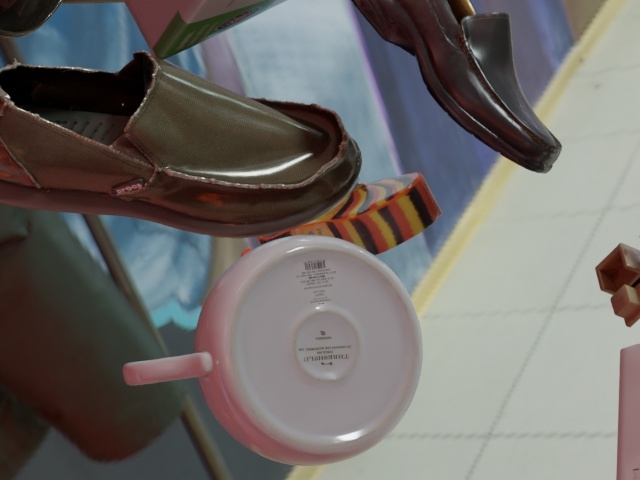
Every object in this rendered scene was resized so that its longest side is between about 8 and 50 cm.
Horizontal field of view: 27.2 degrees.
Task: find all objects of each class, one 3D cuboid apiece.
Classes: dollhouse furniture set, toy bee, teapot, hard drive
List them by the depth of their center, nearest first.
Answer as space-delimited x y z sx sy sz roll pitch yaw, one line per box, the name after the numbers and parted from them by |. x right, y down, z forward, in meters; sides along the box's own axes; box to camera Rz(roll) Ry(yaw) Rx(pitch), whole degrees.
0.366 0.063 1.274 0.161 0.101 0.182 -51 29 38 | dollhouse furniture set
-0.032 0.118 1.382 0.252 0.256 0.187 -54 14 -21 | teapot
0.000 0.000 1.512 0.162 0.195 0.298 -40 -1 -26 | toy bee
0.531 0.280 1.944 0.203 0.040 0.307 -21 47 40 | hard drive

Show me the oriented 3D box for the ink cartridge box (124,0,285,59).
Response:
0.021 -0.167 0.514 0.219 0.092 0.160 -29 5 -14 | ink cartridge box

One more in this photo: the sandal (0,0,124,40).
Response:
-0.196 -0.180 0.838 0.302 0.120 0.086 -9 47 -13 | sandal

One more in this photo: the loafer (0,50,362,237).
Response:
-0.095 -0.063 0.821 0.251 0.087 0.094 1 48 -10 | loafer

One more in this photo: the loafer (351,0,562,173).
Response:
0.088 -0.112 0.781 0.061 0.170 0.062 -46 -16 19 | loafer
